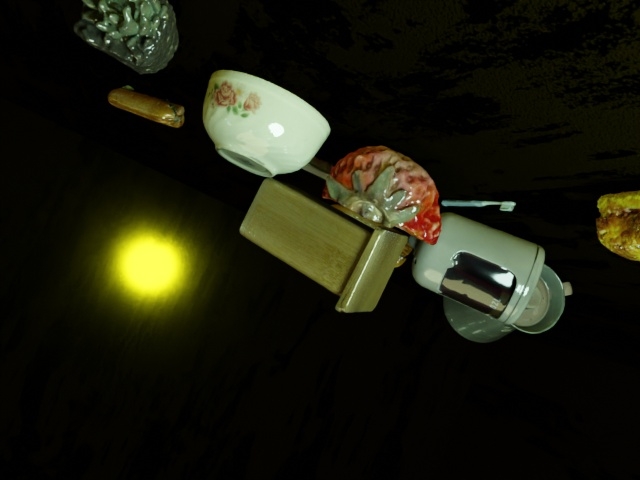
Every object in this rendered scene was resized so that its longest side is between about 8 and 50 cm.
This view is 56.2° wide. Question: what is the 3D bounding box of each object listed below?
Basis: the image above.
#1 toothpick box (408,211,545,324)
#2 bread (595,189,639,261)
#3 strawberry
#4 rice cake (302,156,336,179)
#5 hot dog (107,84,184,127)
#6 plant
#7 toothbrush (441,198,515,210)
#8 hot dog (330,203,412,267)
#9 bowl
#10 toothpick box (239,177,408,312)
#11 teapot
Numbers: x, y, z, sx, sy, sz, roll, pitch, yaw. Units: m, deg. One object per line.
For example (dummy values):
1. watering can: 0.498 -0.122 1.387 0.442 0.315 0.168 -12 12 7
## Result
1. toothpick box: 0.370 0.047 1.488 0.317 0.228 0.229 24 173 11
2. bread: 0.506 -0.021 0.870 0.132 0.103 0.172 19 172 -20
3. strawberry: 0.153 -0.105 1.281 0.265 0.149 0.336 23 -176 16
4. rice cake: 0.061 -0.155 1.528 0.290 0.051 0.081 25 -178 -26
5. hot dog: -0.461 -0.360 1.596 0.250 0.068 0.100 22 -174 26
6. plant: -0.301 -0.344 0.939 0.132 0.129 0.194 23 176 1
7. toothbrush: 0.342 -0.079 1.315 0.016 0.019 0.220 21 175 -29
8. hot dog: 0.144 -0.028 1.990 0.338 0.100 0.135 26 128 -3
9. bowl: -0.130 -0.225 1.258 0.277 0.145 0.277 23 171 4
10. toothpick box: 0.000 0.000 1.305 0.308 0.190 0.187 30 -171 23
11. teapot: 0.551 0.172 1.761 0.301 0.253 0.344 -9 175 -13
